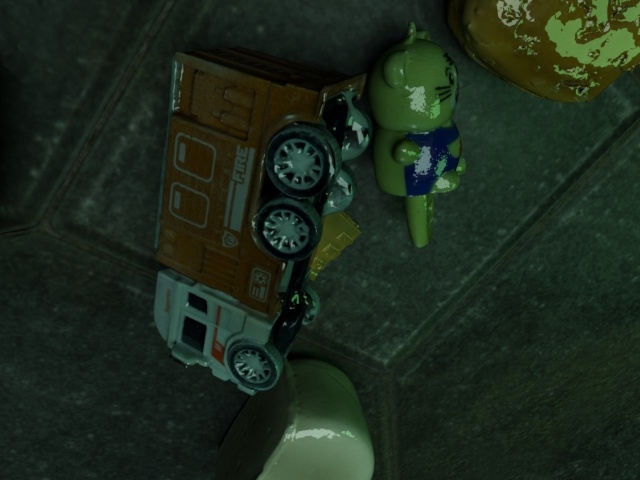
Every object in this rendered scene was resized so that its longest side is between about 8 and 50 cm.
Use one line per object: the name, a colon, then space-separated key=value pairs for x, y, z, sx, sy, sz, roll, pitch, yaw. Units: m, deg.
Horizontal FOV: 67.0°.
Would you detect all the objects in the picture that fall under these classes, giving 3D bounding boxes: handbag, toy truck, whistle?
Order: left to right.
toy truck: x=-0.068 y=-0.015 z=0.451 sx=0.162 sy=0.136 sz=0.305 roll=21 pitch=118 yaw=10
handbag: x=0.000 y=0.000 z=0.551 sx=0.083 sy=0.027 sz=0.061 roll=-42 pitch=121 yaw=12
whistle: x=0.095 y=-0.093 z=0.474 sx=0.085 sy=0.105 sz=0.227 roll=5 pitch=124 yaw=25

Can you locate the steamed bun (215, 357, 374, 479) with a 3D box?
steamed bun: x=-0.026 y=0.287 z=0.649 sx=0.164 sy=0.146 sz=0.241 roll=25 pitch=113 yaw=-21

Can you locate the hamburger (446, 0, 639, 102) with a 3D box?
hamburger: x=0.219 y=-0.234 z=0.420 sx=0.214 sy=0.108 sz=0.213 roll=-6 pitch=127 yaw=-8
